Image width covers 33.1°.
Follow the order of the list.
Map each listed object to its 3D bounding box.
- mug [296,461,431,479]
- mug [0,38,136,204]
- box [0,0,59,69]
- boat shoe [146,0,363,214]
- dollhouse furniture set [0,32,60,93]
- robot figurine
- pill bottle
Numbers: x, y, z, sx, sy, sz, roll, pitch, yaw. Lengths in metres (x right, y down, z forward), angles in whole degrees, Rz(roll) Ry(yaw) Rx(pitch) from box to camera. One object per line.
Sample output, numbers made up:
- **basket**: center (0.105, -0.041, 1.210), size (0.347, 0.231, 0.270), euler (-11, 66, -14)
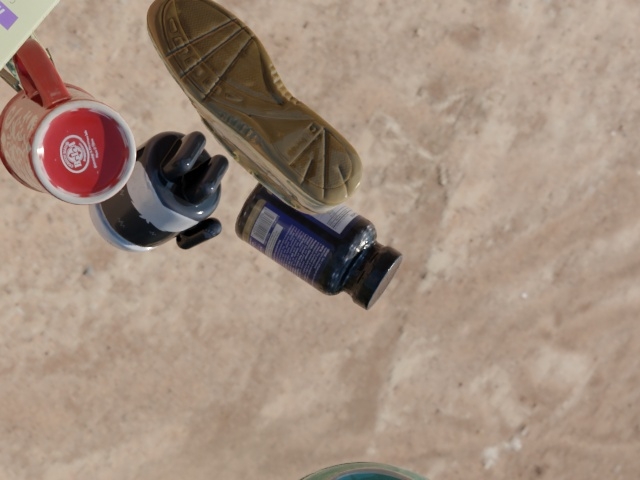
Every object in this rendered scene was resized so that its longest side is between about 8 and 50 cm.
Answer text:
- **mug**: center (0.031, 0.176, 0.587), size (0.158, 0.129, 0.097), euler (-50, 152, -52)
- **mug**: center (-0.246, -0.099, 0.992), size (0.150, 0.169, 0.113), euler (42, 83, -24)
- **box**: center (-0.317, -0.203, 0.766), size (0.213, 0.117, 0.243), euler (44, 72, -31)
- **boat shoe**: center (-0.048, -0.080, 0.671), size (0.063, 0.170, 0.059), euler (-40, 177, -25)
- **dollhouse furniture set**: center (-0.485, -0.262, 1.546), size (0.161, 0.101, 0.182), euler (-27, 147, -1)
- **robot figurine**: center (-0.285, -0.087, 1.893), size (0.278, 0.209, 0.174), euler (-28, 167, 39)
- **pill bottle**: center (0.000, 0.000, 1.506), size (0.123, 0.219, 0.123), euler (-53, 169, -15)
